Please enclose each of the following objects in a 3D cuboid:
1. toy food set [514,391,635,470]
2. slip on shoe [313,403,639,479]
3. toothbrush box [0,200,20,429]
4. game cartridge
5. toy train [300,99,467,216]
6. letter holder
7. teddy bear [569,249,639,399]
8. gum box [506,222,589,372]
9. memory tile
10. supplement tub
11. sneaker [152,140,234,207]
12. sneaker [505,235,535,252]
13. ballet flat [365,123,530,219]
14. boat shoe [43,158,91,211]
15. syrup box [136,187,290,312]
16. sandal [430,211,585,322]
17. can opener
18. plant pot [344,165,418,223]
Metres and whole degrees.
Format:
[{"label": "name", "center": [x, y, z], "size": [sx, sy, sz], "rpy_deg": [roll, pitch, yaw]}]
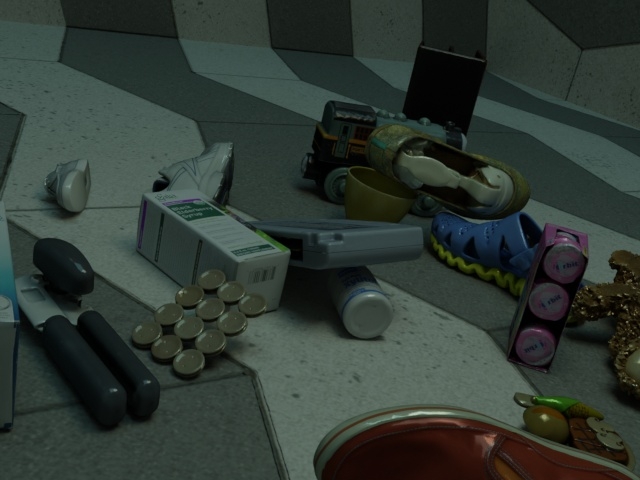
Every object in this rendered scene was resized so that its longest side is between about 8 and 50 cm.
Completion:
[{"label": "toy food set", "center": [0.302, 0.228, 0.917], "size": [0.133, 0.038, 0.192], "rpy_deg": [12, 22, -3]}, {"label": "slip on shoe", "center": [0.156, 0.236, 0.727], "size": [0.332, 0.123, 0.101], "rpy_deg": [16, 25, -6]}, {"label": "toothbrush box", "center": [-0.430, 0.063, 0.804], "size": [0.217, 0.126, 0.295], "rpy_deg": [2, 23, -24]}, {"label": "game cartridge", "center": [0.000, 0.000, 1.170], "size": [0.198, 0.062, 0.297], "rpy_deg": [0, 3, -36]}, {"label": "toy train", "center": [0.132, -0.165, 1.578], "size": [0.334, 0.190, 0.142], "rpy_deg": [8, 23, -11]}, {"label": "letter holder", "center": [0.266, -0.298, 1.826], "size": [0.152, 0.301, 0.214], "rpy_deg": [14, 22, 3]}, {"label": "teddy bear", "center": [0.495, 0.145, 1.167], "size": [0.245, 0.113, 0.338], "rpy_deg": [3, 31, -8]}, {"label": "gum box", "center": [0.319, 0.073, 1.103], "size": [0.062, 0.188, 0.107], "rpy_deg": [17, 22, 10]}, {"label": "memory tile", "center": [-0.145, 0.097, 0.953], "size": [0.113, 0.012, 0.148], "rpy_deg": [26, 51, 30]}, {"label": "supplement tub", "center": [0.054, 0.082, 1.096], "size": [0.071, 0.071, 0.107], "rpy_deg": [5, 23, -18]}, {"label": "sneaker", "center": [-0.218, -0.108, 1.368], "size": [0.129, 0.110, 0.297], "rpy_deg": [6, 21, -2]}, {"label": "sneaker", "center": [0.403, -0.001, 1.495], "size": [0.189, 0.066, 0.071], "rpy_deg": [3, 23, -25]}, {"label": "ballet flat", "center": [0.242, -0.107, 1.391], "size": [0.349, 0.123, 0.123], "rpy_deg": [20, 18, -21]}, {"label": "boat shoe", "center": [-0.414, -0.093, 1.279], "size": [0.063, 0.066, 0.184], "rpy_deg": [-5, 27, -7]}, {"label": "syrup box", "center": [-0.158, 0.012, 1.115], "size": [0.093, 0.096, 0.237], "rpy_deg": [-10, 32, -43]}, {"label": "sandal", "center": [0.324, 0.011, 1.332], "size": [0.126, 0.138, 0.317], "rpy_deg": [-13, 31, -44]}, {"label": "can opener", "center": [-0.267, 0.087, 0.873], "size": [0.076, 0.095, 0.283], "rpy_deg": [-7, 29, -39]}, {"label": "plant pot", "center": [0.097, -0.063, 1.426], "size": [0.134, 0.095, 0.134], "rpy_deg": [18, 21, -7]}]
